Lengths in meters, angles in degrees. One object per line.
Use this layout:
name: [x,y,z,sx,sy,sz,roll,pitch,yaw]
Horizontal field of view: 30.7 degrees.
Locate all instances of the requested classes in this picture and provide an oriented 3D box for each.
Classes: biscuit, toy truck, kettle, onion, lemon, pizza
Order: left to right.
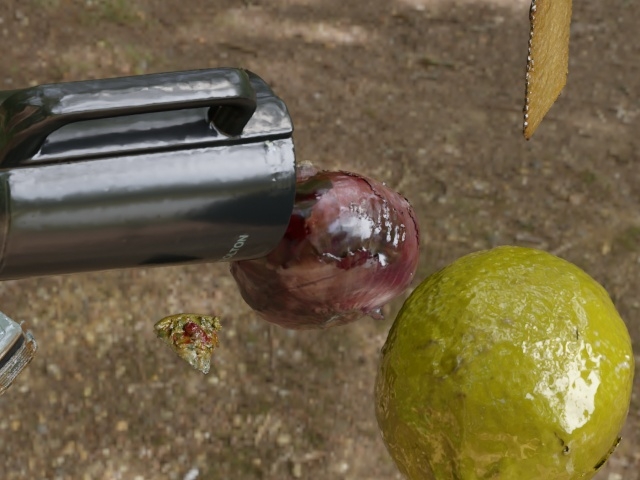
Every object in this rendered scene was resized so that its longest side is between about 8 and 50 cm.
toy truck: [-0.506,0.091,1.546,0.257,0.140,0.108,34,70,13]
kettle: [-0.186,-0.061,1.128,0.308,0.203,0.262,-8,10,-36]
pizza: [-0.130,0.105,1.242,0.083,0.025,0.078,-4,49,-40]
onion: [0.000,0.000,1.457,0.252,0.252,0.219,-10,65,-21]
lemon: [0.176,0.142,1.145,0.254,0.253,0.310,15,43,18]
biscuit: [0.338,-0.291,1.718,0.013,0.232,0.237,11,34,22]
